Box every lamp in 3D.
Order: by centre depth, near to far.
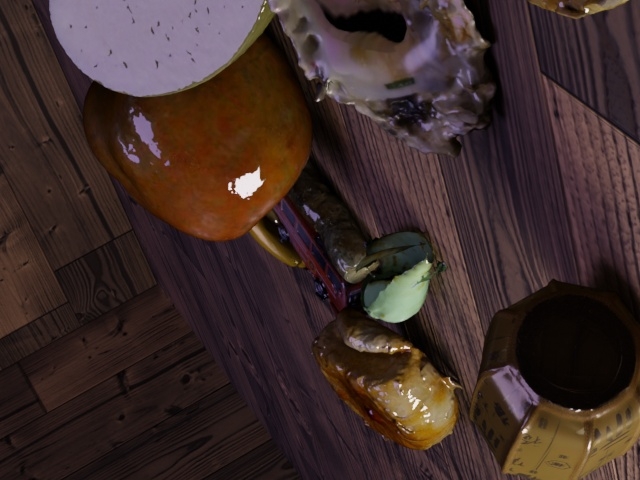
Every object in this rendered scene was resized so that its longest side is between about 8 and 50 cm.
[{"bbox_3d":[0.210,0.127,1.339,0.161,0.161,0.185,56,164,20],"label":"lamp"}]

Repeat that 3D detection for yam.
[{"bbox_3d":[-0.009,-0.055,2.022,0.253,0.061,0.061,56,167,24],"label":"yam"}]

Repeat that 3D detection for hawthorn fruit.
[{"bbox_3d":[-0.133,-0.128,1.897,0.301,0.268,0.268,53,169,-10],"label":"hawthorn fruit"}]

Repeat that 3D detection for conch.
[{"bbox_3d":[0.091,0.030,1.799,0.106,0.079,0.170,52,151,11],"label":"conch"}]

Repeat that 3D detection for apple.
[{"bbox_3d":[-0.170,-0.336,1.471,0.360,0.320,0.311,-26,53,42],"label":"apple"}]

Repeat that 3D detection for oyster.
[{"bbox_3d":[0.046,-0.222,1.307,0.201,0.107,0.354,0,130,22],"label":"oyster"}]

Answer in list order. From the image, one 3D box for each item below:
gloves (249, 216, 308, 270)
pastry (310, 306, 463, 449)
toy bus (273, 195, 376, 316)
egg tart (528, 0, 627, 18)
[{"bbox_3d":[-0.103,-0.073,2.328,0.294,0.116,0.133,52,-164,-2],"label":"gloves"},{"bbox_3d":[0.087,0.186,2.005,0.218,0.100,0.229,35,166,26],"label":"pastry"},{"bbox_3d":[0.000,0.000,2.091,0.235,0.073,0.096,55,161,28],"label":"toy bus"},{"bbox_3d":[0.079,-0.286,0.996,0.345,0.132,0.345,59,169,18],"label":"egg tart"}]
